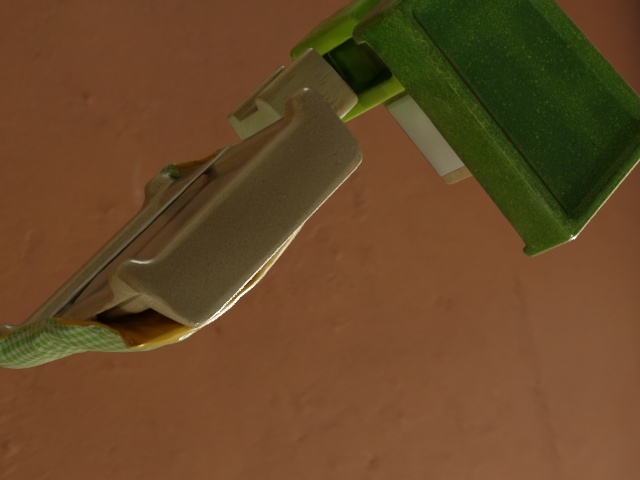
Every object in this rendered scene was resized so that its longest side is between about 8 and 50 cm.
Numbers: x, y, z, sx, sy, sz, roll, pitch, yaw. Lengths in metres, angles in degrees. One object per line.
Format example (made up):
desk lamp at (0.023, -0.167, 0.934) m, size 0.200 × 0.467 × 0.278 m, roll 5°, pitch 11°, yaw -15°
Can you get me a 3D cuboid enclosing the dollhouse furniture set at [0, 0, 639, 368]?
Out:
dollhouse furniture set at (0.000, 0.000, 0.891) m, size 0.151 × 0.197 × 0.301 m, roll 50°, pitch -120°, yaw -10°
